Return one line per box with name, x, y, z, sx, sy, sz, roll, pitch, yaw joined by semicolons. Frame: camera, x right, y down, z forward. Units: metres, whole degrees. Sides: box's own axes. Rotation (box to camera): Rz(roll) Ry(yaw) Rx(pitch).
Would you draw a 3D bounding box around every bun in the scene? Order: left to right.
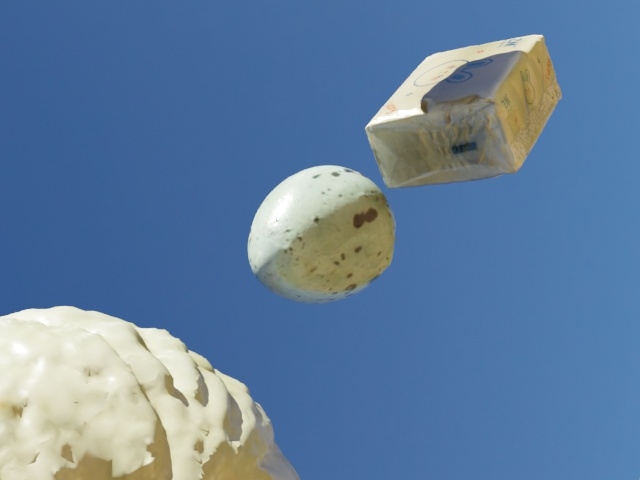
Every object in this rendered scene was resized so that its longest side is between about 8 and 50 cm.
bun;-0.141;0.207;0.663;0.352;0.227;0.349;-4;-97;-44

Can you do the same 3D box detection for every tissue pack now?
tissue pack;0.152;-0.135;1.267;0.196;0.148;0.092;-50;-54;-54

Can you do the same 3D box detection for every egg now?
egg;0.000;0.000;1.149;0.164;0.131;0.131;-43;-50;-50
